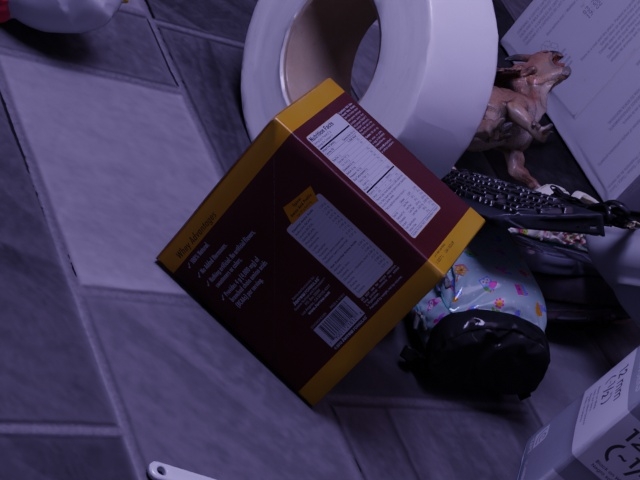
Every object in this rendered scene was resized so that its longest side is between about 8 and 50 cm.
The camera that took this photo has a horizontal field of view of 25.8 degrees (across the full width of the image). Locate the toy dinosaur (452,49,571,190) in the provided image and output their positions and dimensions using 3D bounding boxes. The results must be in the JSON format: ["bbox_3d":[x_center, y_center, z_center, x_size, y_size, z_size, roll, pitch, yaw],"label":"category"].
[{"bbox_3d":[0.187,-0.157,1.719,0.295,0.127,0.200,1,41,-31],"label":"toy dinosaur"}]

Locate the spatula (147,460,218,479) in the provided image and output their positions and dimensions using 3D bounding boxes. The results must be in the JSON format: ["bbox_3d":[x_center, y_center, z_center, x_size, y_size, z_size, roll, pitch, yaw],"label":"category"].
[{"bbox_3d":[-0.021,0.254,1.070,0.242,0.019,0.168,22,37,-29],"label":"spatula"}]

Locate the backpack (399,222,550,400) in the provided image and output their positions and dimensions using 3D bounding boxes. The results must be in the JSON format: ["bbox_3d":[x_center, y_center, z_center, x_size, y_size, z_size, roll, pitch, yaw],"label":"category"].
[{"bbox_3d":[0.152,0.060,1.410,0.152,0.115,0.182,18,35,-29],"label":"backpack"}]

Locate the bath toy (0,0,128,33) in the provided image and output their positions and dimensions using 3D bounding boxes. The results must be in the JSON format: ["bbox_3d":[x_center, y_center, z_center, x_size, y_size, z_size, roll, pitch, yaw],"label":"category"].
[{"bbox_3d":[-0.297,-0.339,1.400,0.151,0.129,0.348,62,3,-63],"label":"bath toy"}]

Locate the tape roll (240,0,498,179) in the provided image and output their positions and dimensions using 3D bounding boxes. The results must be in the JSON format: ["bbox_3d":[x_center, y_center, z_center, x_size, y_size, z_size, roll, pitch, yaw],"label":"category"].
[{"bbox_3d":[0.043,-0.183,1.425,0.100,0.286,0.286,8,44,-41],"label":"tape roll"}]

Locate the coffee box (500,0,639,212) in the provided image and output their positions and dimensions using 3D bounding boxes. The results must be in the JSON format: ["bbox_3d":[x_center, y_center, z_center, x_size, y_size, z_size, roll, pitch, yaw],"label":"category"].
[{"bbox_3d":[0.537,-0.261,2.014,0.334,0.338,0.338,8,43,-43],"label":"coffee box"}]

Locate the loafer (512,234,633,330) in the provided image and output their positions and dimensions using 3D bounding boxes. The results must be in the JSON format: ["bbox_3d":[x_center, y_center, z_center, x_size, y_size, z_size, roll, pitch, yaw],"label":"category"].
[{"bbox_3d":[0.279,0.060,1.597,0.302,0.095,0.109,14,11,-45],"label":"loafer"}]

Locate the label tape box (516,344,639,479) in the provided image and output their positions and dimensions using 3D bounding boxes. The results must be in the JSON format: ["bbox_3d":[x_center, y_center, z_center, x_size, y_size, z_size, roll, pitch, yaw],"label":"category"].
[{"bbox_3d":[0.380,0.196,1.265,0.249,0.348,0.115,39,36,-5],"label":"label tape box"}]

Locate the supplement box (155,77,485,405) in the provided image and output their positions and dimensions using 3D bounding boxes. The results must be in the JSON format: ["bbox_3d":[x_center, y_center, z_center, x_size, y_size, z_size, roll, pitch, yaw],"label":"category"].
[{"bbox_3d":[0.000,0.000,1.239,0.194,0.191,0.129,43,31,2],"label":"supplement box"}]

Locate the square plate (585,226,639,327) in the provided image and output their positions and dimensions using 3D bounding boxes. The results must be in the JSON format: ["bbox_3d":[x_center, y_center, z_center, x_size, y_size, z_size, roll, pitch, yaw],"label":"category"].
[{"bbox_3d":[0.437,0.125,1.419,0.344,0.049,0.347,47,-10,-13],"label":"square plate"}]

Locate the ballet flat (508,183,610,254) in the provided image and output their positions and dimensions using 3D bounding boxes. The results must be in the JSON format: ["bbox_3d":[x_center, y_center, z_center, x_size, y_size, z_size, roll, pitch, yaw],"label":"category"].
[{"bbox_3d":[0.290,-0.028,1.695,0.241,0.077,0.091,12,12,-44],"label":"ballet flat"}]

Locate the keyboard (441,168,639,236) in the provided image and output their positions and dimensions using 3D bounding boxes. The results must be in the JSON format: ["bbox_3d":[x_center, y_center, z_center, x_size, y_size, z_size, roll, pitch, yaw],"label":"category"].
[{"bbox_3d":[0.207,-0.045,1.473,0.201,0.033,0.317,4,10,-20],"label":"keyboard"}]
